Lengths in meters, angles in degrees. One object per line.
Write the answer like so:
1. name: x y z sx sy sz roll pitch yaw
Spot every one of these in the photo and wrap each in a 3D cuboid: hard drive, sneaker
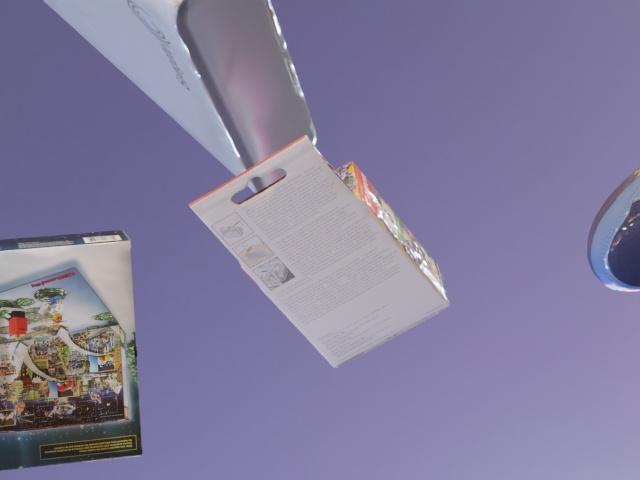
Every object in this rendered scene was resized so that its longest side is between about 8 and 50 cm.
1. hard drive: -0.153 -0.179 0.796 0.047 0.353 0.233 -46 -17 -7
2. sneaker: 0.175 -0.013 0.674 0.053 0.144 0.059 57 -159 -24

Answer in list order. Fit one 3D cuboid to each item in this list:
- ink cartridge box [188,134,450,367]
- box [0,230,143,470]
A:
1. ink cartridge box: 0.000 0.000 0.723 0.062 0.029 0.115 -30 -55 16
2. box: -0.246 0.082 1.177 0.233 0.044 0.159 -4 -78 -13
